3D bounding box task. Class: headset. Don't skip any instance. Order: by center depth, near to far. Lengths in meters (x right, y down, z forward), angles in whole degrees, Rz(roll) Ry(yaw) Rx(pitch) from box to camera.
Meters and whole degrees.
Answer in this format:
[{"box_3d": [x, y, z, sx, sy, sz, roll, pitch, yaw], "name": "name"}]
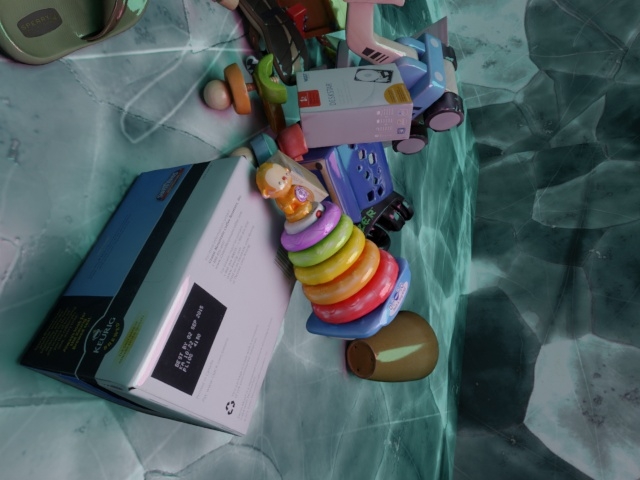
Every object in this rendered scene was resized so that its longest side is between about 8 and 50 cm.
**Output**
[{"box_3d": [0.159, -0.054, 1.295, 0.243, 0.185, 0.394, -58, 161, 13], "name": "headset"}]

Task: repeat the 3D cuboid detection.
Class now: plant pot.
[{"box_3d": [0.018, -0.170, 1.056, 0.212, 0.236, 0.235, -51, 130, -40], "name": "plant pot"}, {"box_3d": [0.210, 0.359, 1.351, 0.255, 0.237, 0.236, 0, 87, -44], "name": "plant pot"}]

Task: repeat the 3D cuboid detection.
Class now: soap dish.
[{"box_3d": [-0.038, -0.639, 1.023, 0.118, 0.229, 0.290, -52, 133, -25], "name": "soap dish"}]

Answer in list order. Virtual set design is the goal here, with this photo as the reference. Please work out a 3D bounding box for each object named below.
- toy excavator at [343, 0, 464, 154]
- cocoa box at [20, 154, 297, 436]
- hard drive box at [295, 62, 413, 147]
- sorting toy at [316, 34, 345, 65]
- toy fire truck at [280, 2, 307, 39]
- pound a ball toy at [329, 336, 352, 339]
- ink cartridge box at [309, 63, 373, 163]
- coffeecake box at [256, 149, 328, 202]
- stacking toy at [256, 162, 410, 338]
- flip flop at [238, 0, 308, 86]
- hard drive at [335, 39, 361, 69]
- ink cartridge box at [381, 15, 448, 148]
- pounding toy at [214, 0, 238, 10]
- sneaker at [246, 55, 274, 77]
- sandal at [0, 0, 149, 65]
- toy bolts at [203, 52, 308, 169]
[{"box_3d": [0.178, -0.441, 1.064, 0.446, 0.433, 0.222, 9, 69, -26], "name": "toy excavator"}, {"box_3d": [-0.205, 0.079, 0.645, 0.231, 0.228, 0.347, 54, 43, -45], "name": "cocoa box"}, {"box_3d": [0.067, -0.300, 0.927, 0.089, 0.232, 0.181, 85, -2, -49], "name": "hard drive box"}, {"box_3d": [0.066, -0.567, 1.297, 0.132, 0.046, 0.275, 52, 34, 7], "name": "sorting toy"}, {"box_3d": [-0.096, -0.550, 1.024, 0.047, 0.135, 0.192, -42, 165, -22], "name": "toy fire truck"}, {"box_3d": [0.101, 0.145, 1.242, 0.319, 0.136, 0.208, -37, 119, -55], "name": "pound a ball toy"}, {"box_3d": [0.075, -0.377, 1.319, 0.296, 0.066, 0.260, -6, 92, -59], "name": "ink cartridge box"}, {"box_3d": [-0.100, -0.080, 0.881, 0.142, 0.185, 0.068, 24, 31, -56], "name": "coffeecake box"}, {"box_3d": [0.000, 0.000, 0.662, 0.301, 0.166, 0.175, 55, 50, -25], "name": "stacking toy"}, {"box_3d": [-0.126, -0.484, 0.968, 0.112, 0.080, 0.277, -42, 102, -35], "name": "flip flop"}, {"box_3d": [0.133, -0.462, 1.282, 0.319, 0.040, 0.210, -17, 116, -58], "name": "hard drive"}, {"box_3d": [0.301, -0.510, 1.413, 0.091, 0.385, 0.307, 2, 86, -34], "name": "ink cartridge box"}, {"box_3d": [-0.165, -0.539, 0.823, 0.094, 0.181, 0.205, 9, 80, -59], "name": "pounding toy"}, {"box_3d": [-0.140, -0.416, 0.998, 0.098, 0.038, 0.069, 50, 43, -55], "name": "sneaker"}, {"box_3d": [-0.336, -0.352, 0.612, 0.120, 0.086, 0.302, 58, 41, -39], "name": "sandal"}, {"box_3d": [-0.144, -0.244, 0.909, 0.218, 0.159, 0.228, 131, -62, -79], "name": "toy bolts"}]
